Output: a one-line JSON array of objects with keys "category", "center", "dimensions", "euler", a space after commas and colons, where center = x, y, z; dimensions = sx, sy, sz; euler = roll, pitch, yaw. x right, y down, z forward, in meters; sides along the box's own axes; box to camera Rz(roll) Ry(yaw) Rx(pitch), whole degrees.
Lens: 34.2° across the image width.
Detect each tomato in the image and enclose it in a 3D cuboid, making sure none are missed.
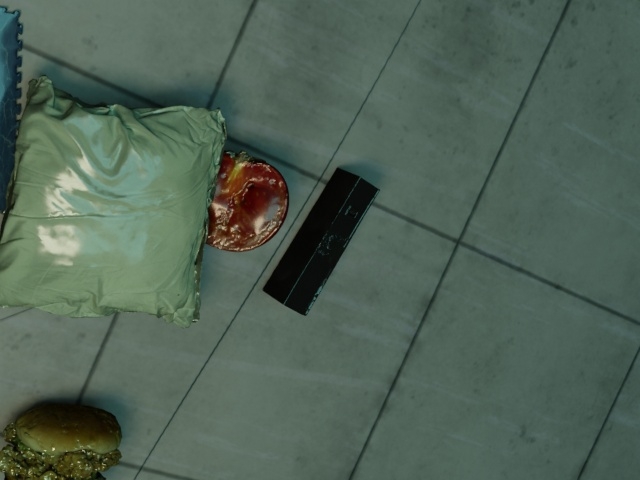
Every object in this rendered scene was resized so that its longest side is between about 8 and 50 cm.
[{"category": "tomato", "center": [-0.122, -0.056, 1.457], "dimensions": [0.159, 0.091, 0.139], "euler": [13, 91, 1]}]

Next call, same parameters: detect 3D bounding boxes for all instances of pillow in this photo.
[{"category": "pillow", "center": [-0.265, -0.043, 1.344], "dimensions": [0.283, 0.138, 0.310], "euler": [10, 99, -21]}]

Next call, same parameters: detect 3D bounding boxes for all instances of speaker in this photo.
[{"category": "speaker", "center": [0.000, 0.000, 1.543], "dimensions": [0.044, 0.082, 0.218], "euler": [32, 87, -31]}]

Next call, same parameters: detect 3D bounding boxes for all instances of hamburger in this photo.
[{"category": "hamburger", "center": [-0.355, 0.284, 1.394], "dimensions": [0.185, 0.159, 0.131], "euler": [2, 109, -49]}]

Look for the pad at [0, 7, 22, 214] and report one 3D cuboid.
[{"category": "pad", "center": [-0.500, -0.158, 1.269], "dimensions": [0.269, 0.012, 0.270], "euler": [-3, 107, -27]}]
